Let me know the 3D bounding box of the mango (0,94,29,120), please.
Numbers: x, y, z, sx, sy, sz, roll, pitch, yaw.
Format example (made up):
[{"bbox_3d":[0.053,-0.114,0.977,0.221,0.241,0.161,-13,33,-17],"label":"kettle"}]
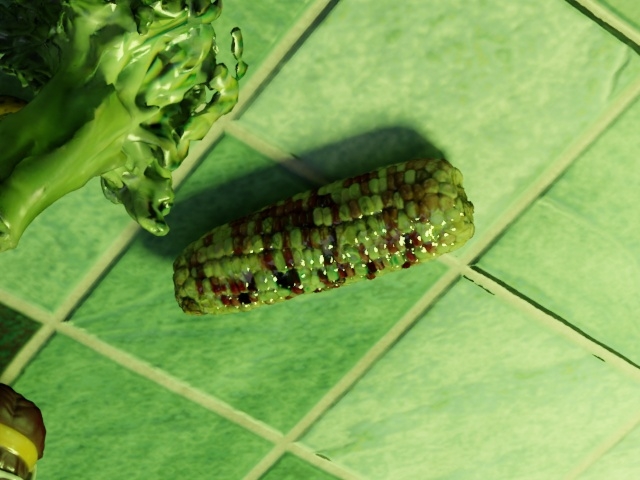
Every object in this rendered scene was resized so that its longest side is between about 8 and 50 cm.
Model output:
[{"bbox_3d":[-0.226,-0.073,1.256,0.079,0.057,0.114,8,159,42],"label":"mango"}]

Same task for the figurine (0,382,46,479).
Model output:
[{"bbox_3d":[-0.333,0.211,1.427,0.175,0.116,0.240,36,122,-23],"label":"figurine"}]

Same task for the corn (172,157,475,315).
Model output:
[{"bbox_3d":[0.000,0.000,1.317,0.253,0.086,0.086,-18,125,11],"label":"corn"}]

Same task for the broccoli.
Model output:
[{"bbox_3d":[-0.172,-0.070,1.148,0.177,0.275,0.198,11,149,17],"label":"broccoli"}]
